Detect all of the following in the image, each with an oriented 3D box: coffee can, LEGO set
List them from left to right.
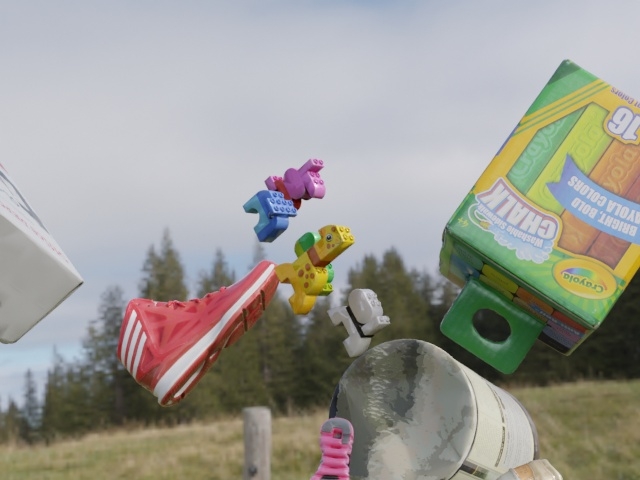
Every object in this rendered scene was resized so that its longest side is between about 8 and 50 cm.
[{"bbox_3d":[0.000,0.000,1.017,0.093,0.227,0.087,-40,-26,29],"label":"LEGO set"},{"bbox_3d":[0.161,0.264,1.339,0.201,0.201,0.275,-7,-23,27],"label":"coffee can"}]

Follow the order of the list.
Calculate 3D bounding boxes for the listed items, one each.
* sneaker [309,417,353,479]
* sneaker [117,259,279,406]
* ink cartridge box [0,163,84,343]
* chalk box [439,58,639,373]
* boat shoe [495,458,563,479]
[{"bbox_3d":[0.014,0.262,1.104,0.047,0.119,0.057,10,-32,10],"label":"sneaker"},{"bbox_3d":[-0.156,0.080,1.193,0.128,0.221,0.087,37,-24,14],"label":"sneaker"},{"bbox_3d":[-0.261,-0.026,0.699,0.072,0.175,0.127,-41,-32,-5],"label":"ink cartridge box"},{"bbox_3d":[0.240,-0.003,1.032,0.180,0.289,0.179,33,-11,12],"label":"chalk box"},{"bbox_3d":[0.311,0.410,1.193,0.103,0.302,0.113,-31,-7,-4],"label":"boat shoe"}]
